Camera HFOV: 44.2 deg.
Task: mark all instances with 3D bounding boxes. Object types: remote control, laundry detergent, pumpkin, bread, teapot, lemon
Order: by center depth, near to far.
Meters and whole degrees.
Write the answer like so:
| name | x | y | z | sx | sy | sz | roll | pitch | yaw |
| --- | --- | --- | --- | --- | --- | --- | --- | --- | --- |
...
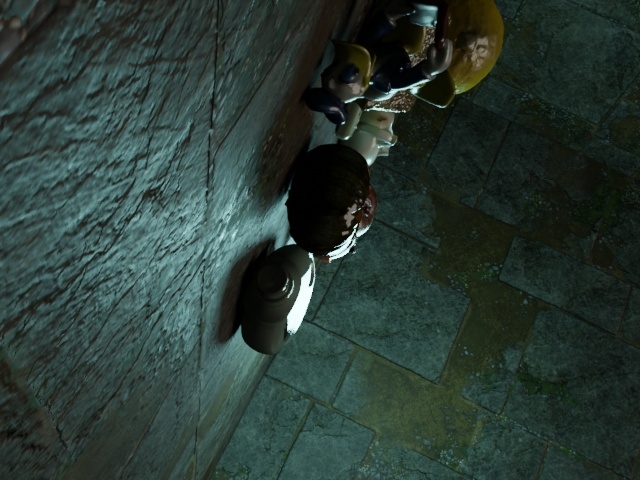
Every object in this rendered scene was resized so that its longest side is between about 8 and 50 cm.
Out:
| name | x | y | z | sx | sy | sz | roll | pitch | yaw |
| --- | --- | --- | --- | --- | --- | --- | --- | --- | --- |
| pumpkin | 0.012 | -0.083 | 1.583 | 0.238 | 0.159 | 0.238 | 13 | 90 | -89 |
| bread | 0.153 | -0.385 | 1.617 | 0.184 | 0.110 | 0.234 | -13 | 136 | -51 |
| laundry detergent | -0.092 | 0.109 | 1.744 | 0.264 | 0.125 | 0.398 | -62 | 174 | -14 |
| lemon | 0.278 | -0.465 | 1.792 | 0.293 | 0.293 | 0.293 | -64 | 176 | -8 |
| remote control | 0.086 | -0.324 | 1.852 | 0.221 | 0.042 | 0.078 | 111 | 5 | -48 |
| teapot | 0.137 | -0.282 | 2.101 | 0.204 | 0.139 | 0.298 | -62 | 177 | 10 |

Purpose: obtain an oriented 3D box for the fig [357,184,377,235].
| name | x | y | z | sx | sy | sz | roll | pitch | yaw |
| --- | --- | --- | --- | --- | --- | --- | --- | --- | --- |
| fig | 0.055 | -0.103 | 2.255 | 0.175 | 0.207 | 0.175 | -12 | 107 | -42 |

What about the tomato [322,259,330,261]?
| name | x | y | z | sx | sy | sz | roll | pitch | yaw |
| --- | --- | --- | --- | --- | --- | --- | --- | --- | --- |
| tomato | 0.031 | -0.051 | 2.496 | 0.237 | 0.095 | 0.236 | 22 | 90 | -85 |

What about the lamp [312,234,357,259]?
| name | x | y | z | sx | sy | sz | roll | pitch | yaw |
| --- | --- | --- | --- | --- | --- | --- | --- | --- | --- |
| lamp | -0.004 | -0.008 | 2.093 | 0.223 | 0.151 | 0.215 | -11 | 138 | -32 |

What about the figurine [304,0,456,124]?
| name | x | y | z | sx | sy | sz | roll | pitch | yaw |
| --- | --- | --- | --- | --- | --- | --- | --- | --- | --- |
| figurine | 0.117 | -0.287 | 1.334 | 0.338 | 0.204 | 0.283 | -35 | -177 | -32 |
